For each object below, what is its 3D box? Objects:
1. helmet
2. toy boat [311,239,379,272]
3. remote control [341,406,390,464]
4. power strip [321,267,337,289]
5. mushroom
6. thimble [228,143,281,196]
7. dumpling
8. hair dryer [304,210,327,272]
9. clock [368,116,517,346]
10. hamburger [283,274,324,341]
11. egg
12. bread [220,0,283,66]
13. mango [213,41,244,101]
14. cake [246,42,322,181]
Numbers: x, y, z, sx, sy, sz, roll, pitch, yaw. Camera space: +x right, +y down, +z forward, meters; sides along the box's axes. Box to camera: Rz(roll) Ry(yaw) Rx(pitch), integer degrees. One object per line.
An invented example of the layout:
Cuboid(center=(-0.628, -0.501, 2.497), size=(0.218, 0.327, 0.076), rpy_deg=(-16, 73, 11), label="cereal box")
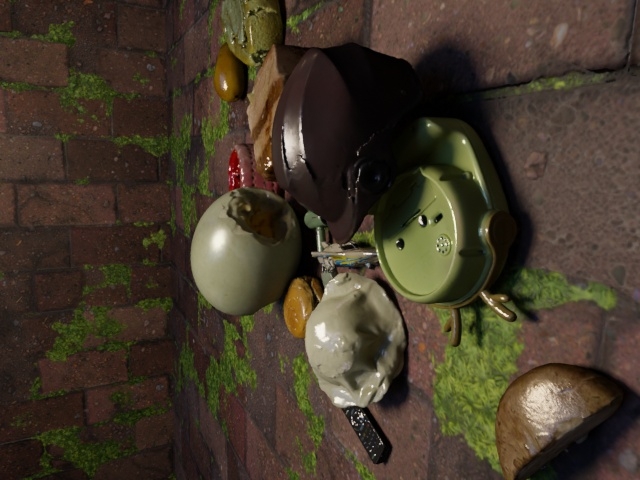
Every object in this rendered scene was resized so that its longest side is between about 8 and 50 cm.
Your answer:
Cuboid(center=(0.012, -0.159, 0.711), size=(0.306, 0.177, 0.225), rpy_deg=(-68, 20, 3), label="helmet")
Cuboid(center=(0.072, 0.029, 0.914), size=(0.210, 0.084, 0.066), rpy_deg=(-5, 92, 53), label="toy boat")
Cuboid(center=(0.071, 0.358, 0.992), size=(0.245, 0.025, 0.063), rpy_deg=(51, 135, 49), label="remote control")
Cuboid(center=(0.031, 0.125, 1.049), size=(0.051, 0.019, 0.136), rpy_deg=(-45, 53, 53), label="power strip")
Cuboid(center=(0.262, 0.220, 0.564), size=(0.094, 0.072, 0.210), rpy_deg=(-108, 30, -44), label="mushroom")
Cuboid(center=(-0.187, -0.181, 1.323), size=(0.163, 0.124, 0.190), rpy_deg=(-176, 83, -65), label="thimble")
Cuboid(center=(0.068, 0.188, 0.876), size=(0.193, 0.147, 0.258), rpy_deg=(-5, 82, 32), label="dumpling")
Cuboid(center=(0.000, 0.000, 1.059), size=(0.071, 0.047, 0.150), rpy_deg=(-10, 81, 61), label="hair dryer")
Cuboid(center=(0.172, -0.006, 0.687), size=(0.235, 0.096, 0.308), rpy_deg=(-50, 51, 52), label="clock")
Cuboid(center=(-0.037, 0.165, 1.118), size=(0.138, 0.083, 0.147), rpy_deg=(111, 147, -45), label="hamburger")
Cuboid(center=(-0.192, 0.043, 1.189), size=(0.278, 0.278, 0.336), rpy_deg=(64, 143, 36), label="egg")
Cuboid(center=(-0.185, -0.603, 1.275), size=(0.186, 0.124, 0.257), rpy_deg=(-51, 51, 52), label="bread")
Cuboid(center=(-0.303, -0.565, 1.542), size=(0.136, 0.099, 0.228), rpy_deg=(128, 141, -61), label="mango")
Cuboid(center=(-0.038, -0.280, 0.958), size=(0.196, 0.198, 0.293), rpy_deg=(128, 133, -55), label="cake")
